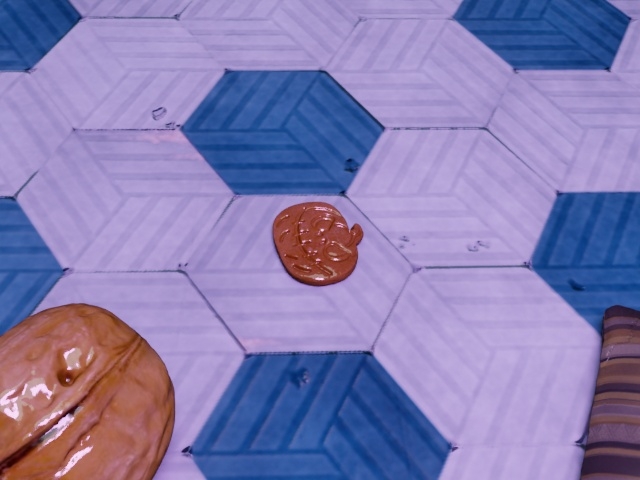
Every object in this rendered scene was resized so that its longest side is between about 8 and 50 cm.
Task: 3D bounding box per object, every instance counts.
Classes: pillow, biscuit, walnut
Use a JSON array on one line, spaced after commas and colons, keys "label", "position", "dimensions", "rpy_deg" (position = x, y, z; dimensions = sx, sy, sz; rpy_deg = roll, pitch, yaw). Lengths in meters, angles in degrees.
[{"label": "pillow", "position": [0.298, 0.147, 0.777], "dimensions": [0.208, 0.052, 0.212], "rpy_deg": [13, 47, 12]}, {"label": "biscuit", "position": [0.000, 0.000, 0.919], "dimensions": [0.078, 0.015, 0.091], "rpy_deg": [-14, 51, -15]}, {"label": "walnut", "position": [-0.176, 0.125, 0.720], "dimensions": [0.144, 0.144, 0.180], "rpy_deg": [29, 44, 21]}]
